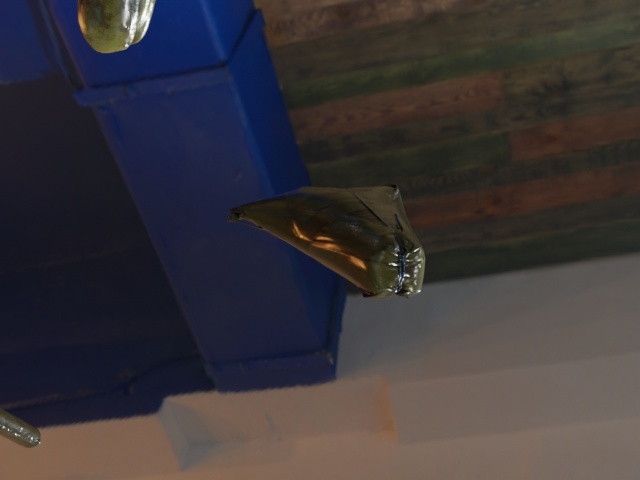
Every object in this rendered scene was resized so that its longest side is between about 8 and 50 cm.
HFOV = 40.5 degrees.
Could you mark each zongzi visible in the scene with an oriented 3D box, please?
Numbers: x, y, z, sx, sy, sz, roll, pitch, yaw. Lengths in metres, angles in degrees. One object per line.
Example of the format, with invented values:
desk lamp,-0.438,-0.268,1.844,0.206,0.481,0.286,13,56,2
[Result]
zongzi,0.000,0.000,1.312,0.289,0.123,0.260,0,-156,-4

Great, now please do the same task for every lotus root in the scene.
lotus root,-0.138,-0.174,0.592,0.049,0.099,0.054,29,-144,5

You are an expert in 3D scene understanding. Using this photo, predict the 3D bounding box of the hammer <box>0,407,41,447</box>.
hammer,-0.370,0.113,0.770,0.111,0.365,0.044,8,-116,30
